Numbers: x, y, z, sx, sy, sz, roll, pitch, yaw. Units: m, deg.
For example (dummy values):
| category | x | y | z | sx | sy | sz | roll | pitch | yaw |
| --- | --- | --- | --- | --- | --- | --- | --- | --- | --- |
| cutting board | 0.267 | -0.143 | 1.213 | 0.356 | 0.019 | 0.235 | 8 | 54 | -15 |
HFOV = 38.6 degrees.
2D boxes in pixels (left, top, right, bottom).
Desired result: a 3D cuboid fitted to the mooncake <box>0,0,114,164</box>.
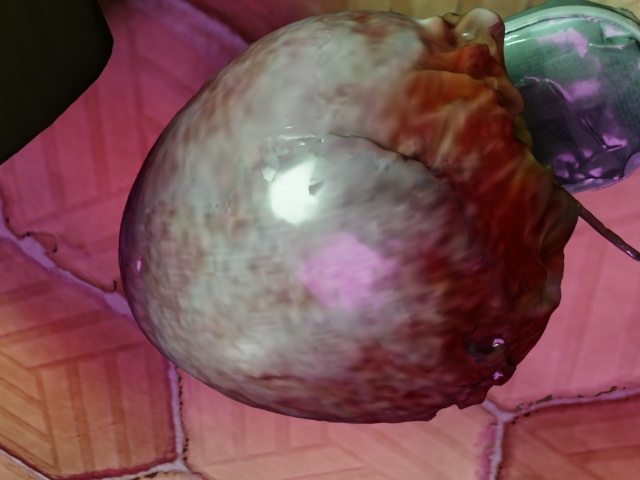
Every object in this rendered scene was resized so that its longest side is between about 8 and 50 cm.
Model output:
| category | x | y | z | sx | sy | sz | roll | pitch | yaw |
| --- | --- | --- | --- | --- | --- | --- | --- | --- | --- |
| mooncake | -0.286 | -0.092 | 0.419 | 0.357 | 0.356 | 0.194 | -13 | 116 | 26 |

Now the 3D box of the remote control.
| category | x | y | z | sx | sy | sz | roll | pitch | yaw |
| --- | --- | --- | --- | --- | --- | --- | --- | --- | --- |
| remote control | 0.067 | -0.059 | 0.510 | 0.248 | 0.052 | 0.104 | -14 | 119 | 26 |

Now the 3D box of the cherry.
| category | x | y | z | sx | sy | sz | roll | pitch | yaw |
| --- | --- | --- | --- | --- | --- | --- | --- | --- | --- |
| cherry | 0.000 | 0.000 | 0.440 | 0.250 | 0.175 | 0.192 | -16 | 129 | 34 |
